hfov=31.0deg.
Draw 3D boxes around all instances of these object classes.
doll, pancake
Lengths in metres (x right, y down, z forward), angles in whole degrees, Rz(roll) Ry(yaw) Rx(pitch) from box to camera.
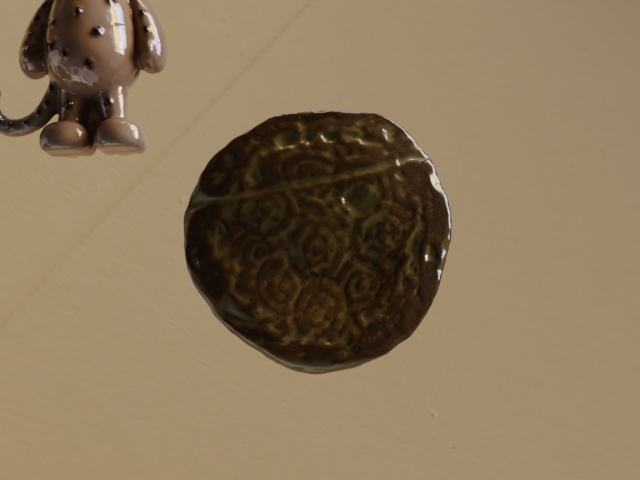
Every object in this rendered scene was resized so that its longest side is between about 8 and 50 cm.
[{"bbox_3d":[-0.192,-0.204,0.958,0.154,0.119,0.278,6,-99,6],"label":"doll"},{"bbox_3d":[0.000,0.000,1.062,0.250,0.031,0.250,0,-95,-4],"label":"pancake"}]
